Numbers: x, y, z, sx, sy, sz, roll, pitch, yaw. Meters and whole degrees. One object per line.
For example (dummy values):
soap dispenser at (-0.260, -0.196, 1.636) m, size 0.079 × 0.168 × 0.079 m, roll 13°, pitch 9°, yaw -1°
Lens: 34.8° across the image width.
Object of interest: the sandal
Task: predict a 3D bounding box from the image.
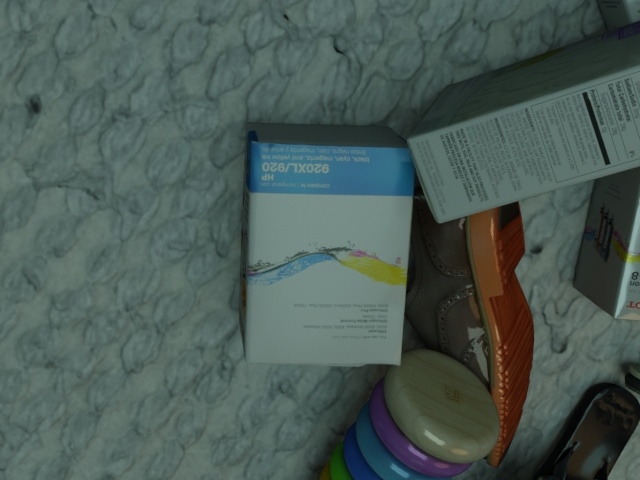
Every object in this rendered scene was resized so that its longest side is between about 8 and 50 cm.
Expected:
sandal at (0.314, 0.296, 1.251) m, size 0.097 × 0.054 × 0.255 m, roll 21°, pitch 93°, yaw -12°

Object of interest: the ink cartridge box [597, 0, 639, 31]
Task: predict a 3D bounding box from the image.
ink cartridge box at (0.419, -0.212, 1.139) m, size 0.148 × 0.086 × 0.203 m, roll -26°, pitch 105°, yaw 0°

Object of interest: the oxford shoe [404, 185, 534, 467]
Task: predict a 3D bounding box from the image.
oxford shoe at (0.168, 0.097, 1.188) m, size 0.132 × 0.130 × 0.364 m, roll 3°, pitch 114°, yaw 26°

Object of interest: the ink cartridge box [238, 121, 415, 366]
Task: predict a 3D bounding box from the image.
ink cartridge box at (0.000, 0.000, 1.097) m, size 0.168 × 0.171 × 0.233 m, roll 1°, pitch 103°, yaw -7°

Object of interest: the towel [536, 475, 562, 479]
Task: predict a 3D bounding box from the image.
towel at (0.282, 0.451, 1.252) m, size 0.271 × 0.040 × 0.370 m, roll -45°, pitch 123°, yaw 5°

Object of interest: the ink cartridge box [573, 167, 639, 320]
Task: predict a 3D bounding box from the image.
ink cartridge box at (0.384, -0.003, 1.165) m, size 0.128 × 0.127 × 0.176 m, roll 6°, pitch 104°, yaw -9°

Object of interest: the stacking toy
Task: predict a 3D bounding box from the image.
stacking toy at (0.059, 0.275, 1.162) m, size 0.141 × 0.141 × 0.330 m, roll 26°, pitch 124°, yaw -12°

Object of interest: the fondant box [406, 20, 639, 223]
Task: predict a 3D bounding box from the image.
fondant box at (0.272, -0.138, 1.007) m, size 0.330 × 0.238 × 0.096 m, roll -15°, pitch 106°, yaw 22°

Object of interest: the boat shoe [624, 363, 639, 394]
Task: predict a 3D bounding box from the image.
boat shoe at (0.465, 0.223, 1.253) m, size 0.233 × 0.084 × 0.079 m, roll 29°, pitch 98°, yaw -15°
